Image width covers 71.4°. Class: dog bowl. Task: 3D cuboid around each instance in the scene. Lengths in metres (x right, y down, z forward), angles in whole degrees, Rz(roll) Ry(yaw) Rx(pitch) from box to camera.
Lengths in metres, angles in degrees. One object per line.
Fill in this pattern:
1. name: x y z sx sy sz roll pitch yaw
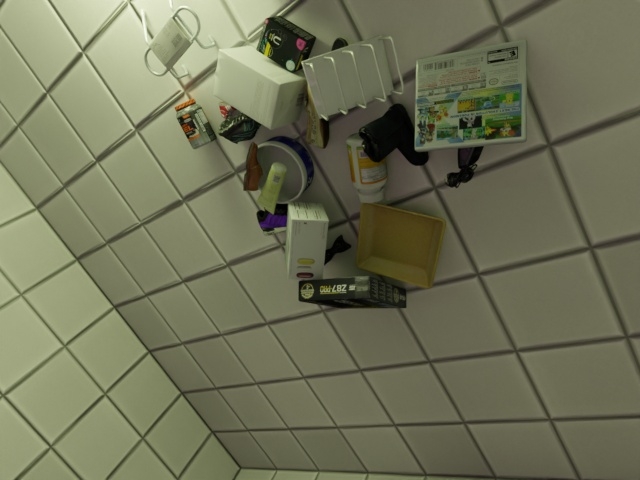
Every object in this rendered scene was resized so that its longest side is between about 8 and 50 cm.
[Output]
1. dog bowl: -0.164 -0.292 1.847 0.265 0.104 0.265 14 126 20

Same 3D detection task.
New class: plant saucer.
1. plant saucer: 0.320 0.003 1.795 0.333 0.081 0.333 16 126 19

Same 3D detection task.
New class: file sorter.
1. file sorter: 0.109 -0.520 1.433 0.278 0.173 0.193 -20 114 -2

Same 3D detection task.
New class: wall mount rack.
1. wall mount rack: -0.581 -0.817 1.726 0.350 0.130 0.304 -26 109 37

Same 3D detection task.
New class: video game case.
1. video game case: 0.457 -0.437 1.375 0.329 0.036 0.300 0 88 27

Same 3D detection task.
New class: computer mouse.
1. computer mouse: 0.486 -0.314 1.468 0.072 0.188 0.272 33 123 28

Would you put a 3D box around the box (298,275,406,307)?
1. box: 0.143 0.225 1.861 0.318 0.395 0.097 -8 73 29

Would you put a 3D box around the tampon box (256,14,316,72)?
1. tampon box: -0.121 -0.692 1.569 0.161 0.101 0.120 33 130 5

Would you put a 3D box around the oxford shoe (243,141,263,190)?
1. oxford shoe: -0.266 -0.297 1.799 0.076 0.076 0.212 5 125 -10

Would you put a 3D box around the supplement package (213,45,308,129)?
1. supplement package: -0.219 -0.564 1.628 0.293 0.175 0.177 35 131 18

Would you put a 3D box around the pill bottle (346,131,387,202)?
1. pill bottle: 0.178 -0.271 1.658 0.136 0.136 0.245 5 122 25

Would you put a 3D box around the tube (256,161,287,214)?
1. tube: -0.199 -0.212 1.817 0.240 0.062 0.070 -63 38 44

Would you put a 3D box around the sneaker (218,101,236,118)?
1. sneaker: -0.368 -0.536 1.839 0.118 0.042 0.067 14 121 29

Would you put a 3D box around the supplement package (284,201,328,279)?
1. supplement package: -0.062 -0.001 1.808 0.145 0.204 0.262 1 114 -9

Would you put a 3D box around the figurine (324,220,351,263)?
1. figurine: 0.000 0.000 1.969 0.209 0.092 0.215 -34 99 31

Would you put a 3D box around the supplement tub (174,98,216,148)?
1. supplement tub: -0.537 -0.498 1.905 0.117 0.117 0.190 -12 113 33

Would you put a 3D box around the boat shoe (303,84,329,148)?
1. boat shoe: -0.025 -0.462 1.634 0.089 0.104 0.285 11 137 16

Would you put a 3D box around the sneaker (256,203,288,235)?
1. sneaker: -0.174 -0.119 1.965 0.293 0.102 0.146 -16 110 34

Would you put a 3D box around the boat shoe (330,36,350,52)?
1. boat shoe: 0.054 -0.573 1.529 0.084 0.079 0.233 21 115 24

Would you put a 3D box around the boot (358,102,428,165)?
1. boot: 0.248 -0.320 1.530 0.094 0.207 0.246 1 128 56

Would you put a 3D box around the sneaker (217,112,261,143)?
1. sneaker: -0.290 -0.479 1.820 0.267 0.101 0.106 -18 140 28
